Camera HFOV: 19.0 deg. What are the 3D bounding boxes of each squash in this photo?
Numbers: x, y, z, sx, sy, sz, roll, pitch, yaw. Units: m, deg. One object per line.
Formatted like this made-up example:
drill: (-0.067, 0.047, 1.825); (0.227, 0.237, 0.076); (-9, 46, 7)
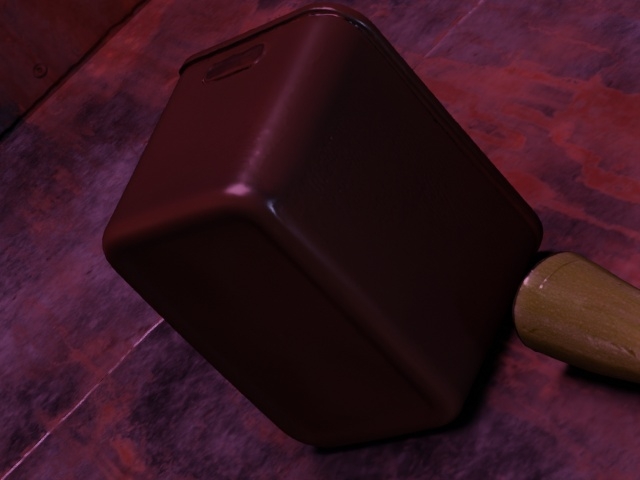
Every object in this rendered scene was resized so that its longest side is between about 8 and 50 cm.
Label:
squash: (0.252, 0.074, 1.535); (0.094, 0.094, 0.224); (-47, 31, -13)

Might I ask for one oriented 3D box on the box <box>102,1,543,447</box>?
box: (0.000, 0.000, 1.731); (0.239, 0.339, 0.229); (-16, 37, 43)
